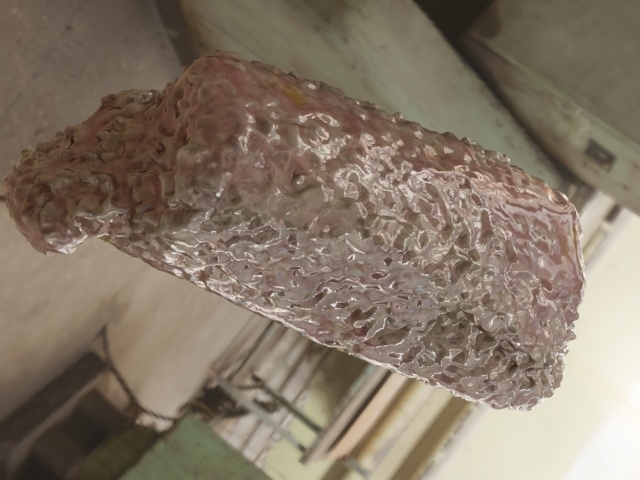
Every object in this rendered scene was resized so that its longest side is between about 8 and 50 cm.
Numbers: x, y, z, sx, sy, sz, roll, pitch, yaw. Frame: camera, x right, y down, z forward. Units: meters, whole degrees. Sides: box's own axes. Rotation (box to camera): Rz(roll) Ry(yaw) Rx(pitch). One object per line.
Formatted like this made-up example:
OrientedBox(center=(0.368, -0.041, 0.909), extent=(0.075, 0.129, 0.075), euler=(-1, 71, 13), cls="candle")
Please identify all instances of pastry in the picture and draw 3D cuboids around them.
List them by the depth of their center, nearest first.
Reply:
OrientedBox(center=(0.002, -0.010, 0.432), extent=(0.103, 0.265, 0.112), euler=(-93, -157, -47), cls="pastry")
